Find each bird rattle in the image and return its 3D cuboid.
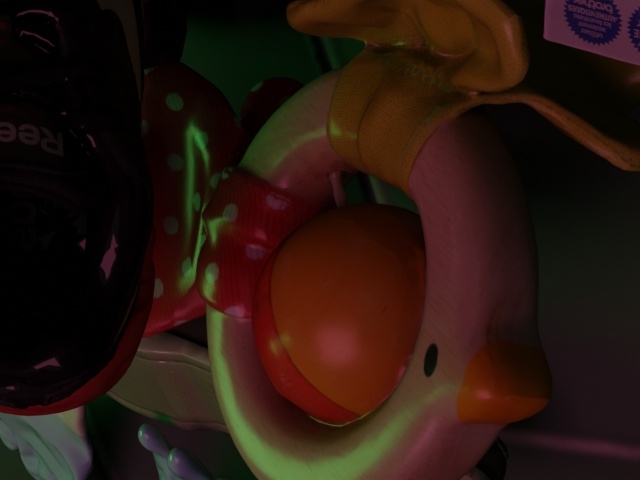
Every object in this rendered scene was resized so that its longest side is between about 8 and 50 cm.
[{"bbox_3d":[0.000,0.000,0.667,0.253,0.143,0.207,-29,58,37],"label":"bird rattle"}]

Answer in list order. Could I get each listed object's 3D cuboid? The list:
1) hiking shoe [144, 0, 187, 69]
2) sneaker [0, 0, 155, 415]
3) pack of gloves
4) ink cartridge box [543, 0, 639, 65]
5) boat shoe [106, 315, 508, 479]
[{"bbox_3d":[-0.158,-0.136,0.757,0.227,0.114,0.086,45,139,1],"label":"hiking shoe"},{"bbox_3d":[-0.105,-0.067,0.629,0.097,0.135,0.276,-3,96,-4],"label":"sneaker"},{"bbox_3d":[-0.111,0.134,0.935,0.195,0.046,0.232,33,155,16],"label":"pack of gloves"},{"bbox_3d":[0.181,-0.073,0.542,0.207,0.097,0.046,20,132,27],"label":"ink cartridge box"},{"bbox_3d":[-0.011,0.060,0.824,0.227,0.069,0.081,19,147,28],"label":"boat shoe"}]
